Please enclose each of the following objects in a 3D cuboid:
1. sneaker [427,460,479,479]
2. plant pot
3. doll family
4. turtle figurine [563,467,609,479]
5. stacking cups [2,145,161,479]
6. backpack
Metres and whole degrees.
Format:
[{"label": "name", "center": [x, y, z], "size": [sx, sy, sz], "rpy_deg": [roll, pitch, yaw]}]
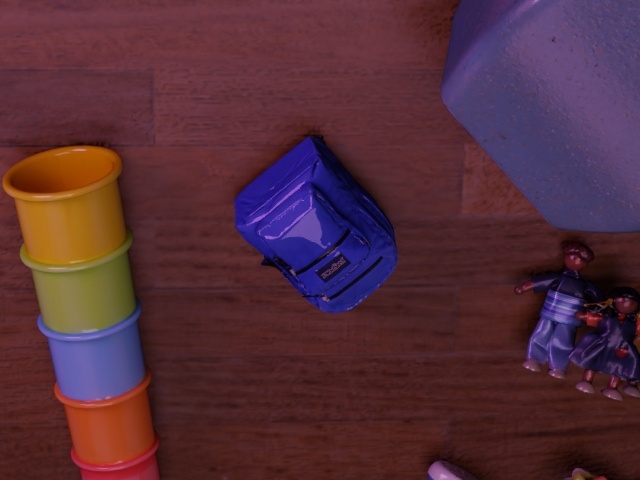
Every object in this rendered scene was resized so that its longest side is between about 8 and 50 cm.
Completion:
[{"label": "sneaker", "center": [0.132, 0.259, 1.694], "size": [0.152, 0.058, 0.084], "rpy_deg": [38, 95, -25]}, {"label": "plant pot", "center": [0.230, -0.151, 1.446], "size": [0.252, 0.247, 0.248], "rpy_deg": [-32, 113, 27]}, {"label": "doll family", "center": [0.254, 0.071, 1.615], "size": [0.193, 0.076, 0.111], "rpy_deg": [14, 100, -13]}, {"label": "turtle figurine", "center": [0.333, 0.230, 1.685], "size": [0.269, 0.087, 0.217], "rpy_deg": [27, 97, 0]}, {"label": "stacking cups", "center": [-0.173, 0.083, 1.579], "size": [0.096, 0.096, 0.316], "rpy_deg": [-11, 116, -1]}, {"label": "backpack", "center": [0.000, 0.000, 1.553], "size": [0.098, 0.101, 0.120], "rpy_deg": [-36, 115, 16]}]
